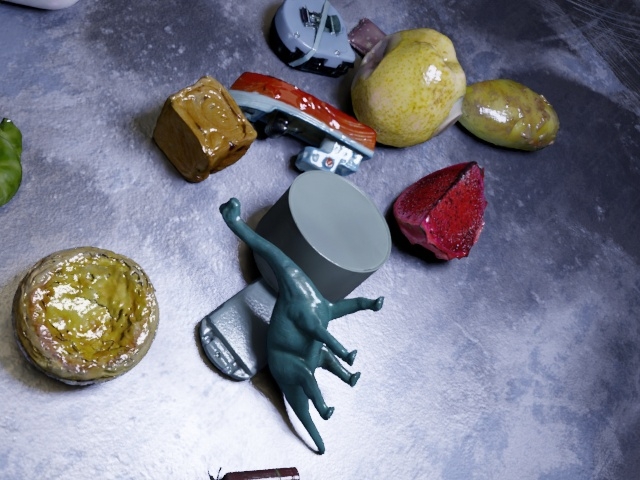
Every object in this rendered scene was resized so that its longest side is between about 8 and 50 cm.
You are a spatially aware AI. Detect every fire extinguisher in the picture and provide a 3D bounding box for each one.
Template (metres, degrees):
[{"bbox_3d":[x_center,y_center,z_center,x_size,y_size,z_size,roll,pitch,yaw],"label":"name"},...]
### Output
[{"bbox_3d":[-0.114,0.414,1.124,0.157,0.045,0.078,4,87,-25],"label":"fire extinguisher"}]

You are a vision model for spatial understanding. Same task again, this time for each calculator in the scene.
[{"bbox_3d":[-0.108,0.149,1.247,0.246,0.045,0.141,-37,86,-34],"label":"calculator"}]

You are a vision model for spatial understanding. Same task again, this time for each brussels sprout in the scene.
[{"bbox_3d":[-0.569,-0.119,1.125,0.139,0.100,0.181,32,44,-33],"label":"brussels sprout"}]

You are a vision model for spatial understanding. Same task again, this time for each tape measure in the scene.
[{"bbox_3d":[-0.022,-0.478,1.550,0.181,0.107,0.182,-3,71,-34],"label":"tape measure"}]

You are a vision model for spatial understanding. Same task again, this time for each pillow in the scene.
[{"bbox_3d":[0.155,-0.472,1.669,0.185,0.043,0.118,41,58,-3],"label":"pillow"}]

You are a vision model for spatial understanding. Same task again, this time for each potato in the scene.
[{"bbox_3d":[0.468,-0.320,1.692,0.298,0.141,0.176,15,52,-20],"label":"potato"}]

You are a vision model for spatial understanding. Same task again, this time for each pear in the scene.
[{"bbox_3d":[0.197,-0.343,1.508,0.271,0.271,0.271,11,63,-21],"label":"pear"}]

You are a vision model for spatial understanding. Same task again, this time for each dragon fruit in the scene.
[{"bbox_3d":[0.263,-0.066,1.477,0.189,0.163,0.261,27,55,28],"label":"dragon fruit"}]

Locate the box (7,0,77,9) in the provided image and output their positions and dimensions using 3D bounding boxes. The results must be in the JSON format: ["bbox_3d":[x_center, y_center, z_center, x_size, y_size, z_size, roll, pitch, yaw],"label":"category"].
[{"bbox_3d":[-0.598,-0.621,1.312,0.288,0.141,0.349,7,64,-24],"label":"box"}]

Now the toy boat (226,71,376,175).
[{"bbox_3d":[-0.054,-0.229,1.402,0.331,0.145,0.133,25,82,-17],"label":"toy boat"}]

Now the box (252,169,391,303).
[{"bbox_3d":[0.000,0.000,1.275,0.226,0.149,0.226,23,45,-25],"label":"box"}]

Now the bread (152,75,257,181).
[{"bbox_3d":[-0.226,-0.211,1.304,0.158,0.143,0.149,48,56,-3],"label":"bread"}]

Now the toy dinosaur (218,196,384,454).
[{"bbox_3d":[-0.081,0.153,1.185,0.330,0.384,0.129,26,23,17],"label":"toy dinosaur"}]

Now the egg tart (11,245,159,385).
[{"bbox_3d":[-0.381,0.122,1.099,0.234,0.094,0.234,12,62,-24],"label":"egg tart"}]
